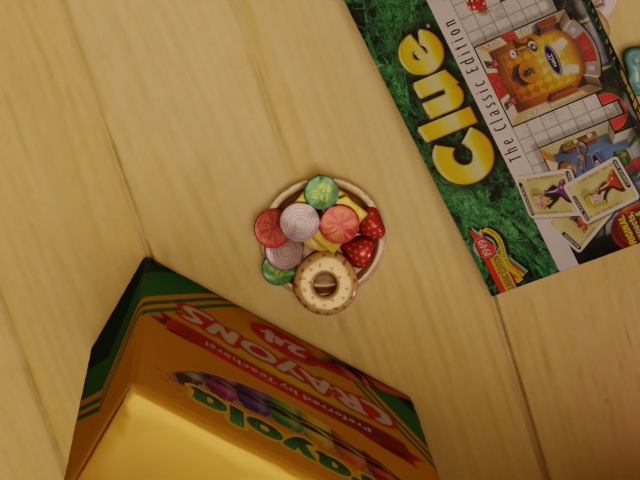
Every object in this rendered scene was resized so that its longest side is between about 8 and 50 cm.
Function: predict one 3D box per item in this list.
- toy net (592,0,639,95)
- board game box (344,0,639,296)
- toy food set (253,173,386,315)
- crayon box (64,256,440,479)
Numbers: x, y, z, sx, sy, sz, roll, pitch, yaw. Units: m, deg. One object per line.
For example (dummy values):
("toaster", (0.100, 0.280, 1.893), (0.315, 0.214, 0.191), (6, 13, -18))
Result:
("toy net", (0.200, -0.115, 1.092), (0.122, 0.045, 0.232), (-43, 103, 8))
("board game box", (0.110, -0.101, 1.073), (0.136, 0.030, 0.259), (-22, 104, 26))
("toy food set", (0.000, 0.000, 1.120), (0.082, 0.020, 0.083), (38, 99, -12))
("crayon box", (-0.033, 0.124, 0.995), (0.202, 0.318, 0.081), (29, 101, -11))
